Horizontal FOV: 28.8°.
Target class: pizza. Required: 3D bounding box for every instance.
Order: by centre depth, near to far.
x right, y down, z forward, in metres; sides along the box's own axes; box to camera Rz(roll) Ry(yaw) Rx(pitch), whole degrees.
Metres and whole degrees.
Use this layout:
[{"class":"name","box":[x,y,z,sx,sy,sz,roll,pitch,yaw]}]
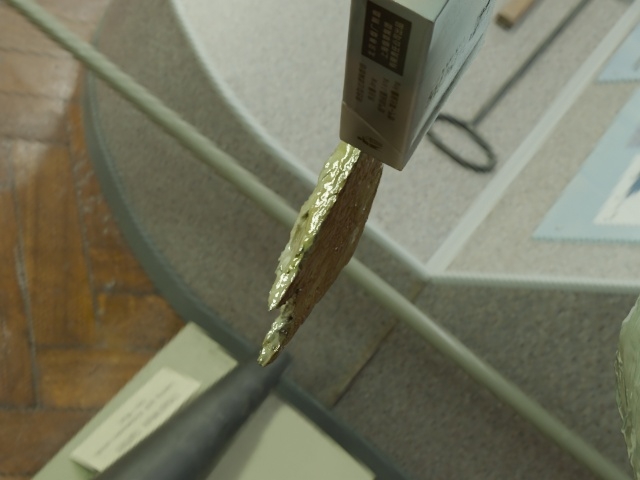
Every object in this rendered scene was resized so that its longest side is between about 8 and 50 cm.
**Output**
[{"class":"pizza","box":[0.000,0.000,1.138,0.034,0.181,0.262,23,63,13]}]

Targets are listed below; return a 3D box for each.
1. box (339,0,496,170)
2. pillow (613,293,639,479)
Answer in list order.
[{"class":"box","box":[0.082,-0.172,0.955,0.067,0.243,0.155,31,70,10]},{"class":"pillow","box":[0.354,0.165,1.131,0.138,0.283,0.310,-7,49,3]}]
